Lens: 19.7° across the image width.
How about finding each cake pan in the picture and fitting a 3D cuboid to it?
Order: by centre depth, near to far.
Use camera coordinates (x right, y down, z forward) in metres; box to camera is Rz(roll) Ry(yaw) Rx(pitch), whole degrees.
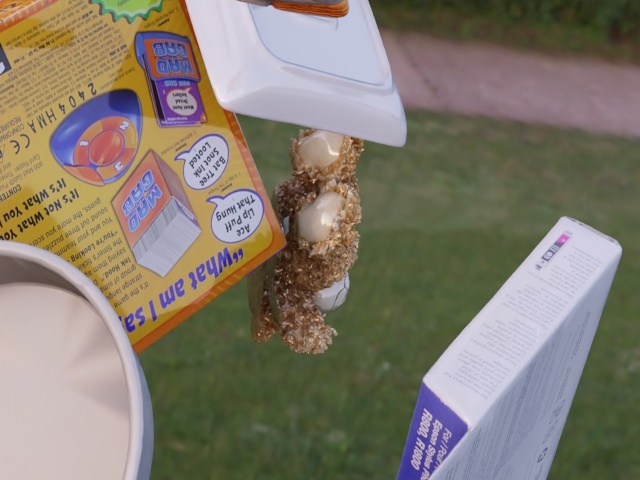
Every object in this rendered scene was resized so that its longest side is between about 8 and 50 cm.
[{"bbox_3d":[-0.241,0.147,1.330,0.293,0.293,0.054,29,1,29],"label":"cake pan"}]

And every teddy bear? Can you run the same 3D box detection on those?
[{"bbox_3d":[0.000,0.000,2.075,0.113,0.338,0.245,2,45,-13],"label":"teddy bear"}]

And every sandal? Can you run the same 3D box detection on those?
[{"bbox_3d":[-0.015,-0.231,1.501,0.102,0.076,0.265,9,1,-7],"label":"sandal"}]

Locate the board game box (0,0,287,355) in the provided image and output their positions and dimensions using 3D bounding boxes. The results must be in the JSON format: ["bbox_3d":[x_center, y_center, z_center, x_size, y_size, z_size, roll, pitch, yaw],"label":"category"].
[{"bbox_3d":[-0.324,-0.069,1.855,0.356,0.356,0.356,-36,25,-34],"label":"board game box"}]

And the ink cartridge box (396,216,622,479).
[{"bbox_3d":[0.118,0.189,1.536,0.071,0.324,0.330,30,47,20],"label":"ink cartridge box"}]

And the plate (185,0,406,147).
[{"bbox_3d":[-0.028,-0.237,1.840,0.277,0.045,0.278,8,57,-47],"label":"plate"}]
